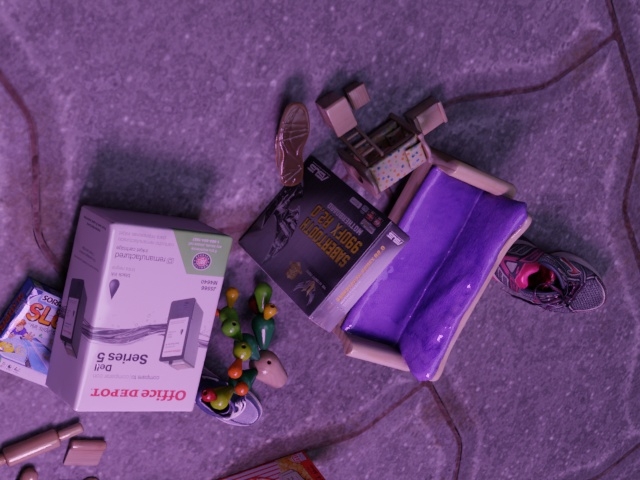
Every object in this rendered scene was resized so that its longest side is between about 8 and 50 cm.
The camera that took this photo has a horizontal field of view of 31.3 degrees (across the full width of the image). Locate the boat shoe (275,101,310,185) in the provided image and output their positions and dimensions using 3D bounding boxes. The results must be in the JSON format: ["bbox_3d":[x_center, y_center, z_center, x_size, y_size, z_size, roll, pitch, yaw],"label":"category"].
[{"bbox_3d":[-0.047,-0.149,1.704,0.050,0.045,0.135,-3,121,-21],"label":"boat shoe"}]

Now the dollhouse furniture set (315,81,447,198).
[{"bbox_3d":[0.112,-0.186,1.743,0.182,0.101,0.161,-35,128,-9],"label":"dollhouse furniture set"}]

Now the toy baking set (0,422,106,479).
[{"bbox_3d":[-0.449,0.388,1.774,0.256,0.030,0.197,-17,123,-22],"label":"toy baking set"}]

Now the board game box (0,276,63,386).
[{"bbox_3d":[-0.379,0.151,1.679,0.201,0.035,0.136,29,99,-39],"label":"board game box"}]

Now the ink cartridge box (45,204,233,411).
[{"bbox_3d":[-0.261,0.102,1.636,0.198,0.114,0.273,7,100,-37],"label":"ink cartridge box"}]

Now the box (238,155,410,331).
[{"bbox_3d":[0.000,0.000,1.697,0.183,0.231,0.056,-49,133,3],"label":"box"}]

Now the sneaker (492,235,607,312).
[{"bbox_3d":[0.419,0.082,2.072,0.299,0.112,0.121,18,106,-37],"label":"sneaker"}]

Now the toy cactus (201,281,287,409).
[{"bbox_3d":[-0.116,0.180,1.786,0.180,0.112,0.219,51,41,-46],"label":"toy cactus"}]

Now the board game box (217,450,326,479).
[{"bbox_3d":[-0.082,0.447,1.953,0.193,0.147,0.045,-15,123,-24],"label":"board game box"}]

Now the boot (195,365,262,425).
[{"bbox_3d":[-0.152,0.269,1.849,0.190,0.086,0.069,36,94,-39],"label":"boot"}]

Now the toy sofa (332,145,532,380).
[{"bbox_3d":[0.169,0.040,1.857,0.150,0.177,0.363,19,106,-37],"label":"toy sofa"}]
